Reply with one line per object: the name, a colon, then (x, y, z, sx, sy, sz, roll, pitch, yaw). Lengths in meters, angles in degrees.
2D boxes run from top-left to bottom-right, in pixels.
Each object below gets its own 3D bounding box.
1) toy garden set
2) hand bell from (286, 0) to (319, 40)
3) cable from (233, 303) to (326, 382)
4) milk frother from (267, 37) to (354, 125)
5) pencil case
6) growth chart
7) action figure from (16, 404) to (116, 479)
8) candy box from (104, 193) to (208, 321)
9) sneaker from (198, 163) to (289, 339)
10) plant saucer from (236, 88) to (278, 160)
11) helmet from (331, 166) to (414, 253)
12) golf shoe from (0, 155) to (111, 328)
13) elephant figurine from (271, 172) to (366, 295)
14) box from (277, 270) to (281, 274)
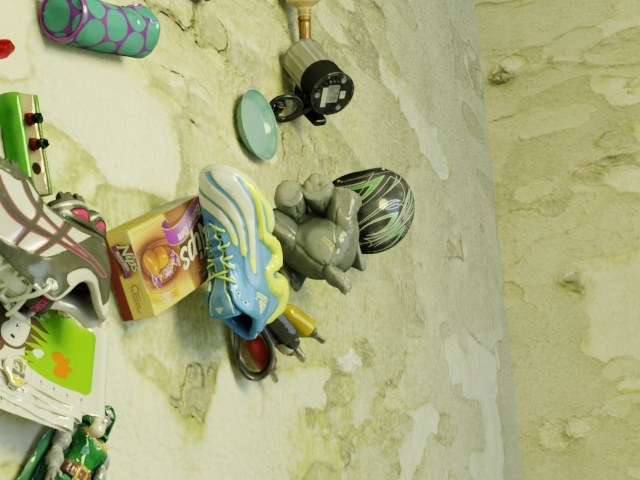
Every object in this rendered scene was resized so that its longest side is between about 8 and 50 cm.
toy garden set: (-0.343, -0.145, 0.741, 0.244, 0.049, 0.203, -6, 86, -66)
hand bell: (-0.028, -0.407, 1.501, 0.126, 0.126, 0.242, -32, 121, -64)
cable: (-0.113, 0.086, 1.160, 0.139, 0.072, 0.287, -40, 105, -17)
milk frother: (-0.039, -0.278, 1.418, 0.143, 0.129, 0.134, 8, 33, -36)
pencil case: (-0.259, -0.259, 0.953, 0.152, 0.064, 0.070, -14, 109, -66)
growth chart: (-0.285, 0.098, 0.767, 0.237, 0.021, 0.172, 37, 32, -51)
action figure: (-0.254, 0.251, 0.774, 0.137, 0.063, 0.232, 59, 28, -31)
candy box: (-0.193, 0.016, 1.005, 0.187, 0.053, 0.109, -37, 115, -62)
sneaker: (-0.105, 0.025, 1.021, 0.126, 0.091, 0.240, -66, 141, -50)
plant saucer: (-0.107, -0.187, 1.310, 0.119, 0.021, 0.119, -9, 90, -66)
helmet: (0.099, -0.056, 1.535, 0.169, 0.162, 0.169, 37, 48, -57)
golf shoe: (-0.278, 0.004, 0.719, 0.273, 0.105, 0.120, 25, 39, -62)
elephant figurine: (0.000, 0.000, 1.283, 0.239, 0.169, 0.186, 80, 30, -73)
box: (-0.107, 0.018, 1.219, 0.094, 0.027, 0.137, -50, 126, -58)
